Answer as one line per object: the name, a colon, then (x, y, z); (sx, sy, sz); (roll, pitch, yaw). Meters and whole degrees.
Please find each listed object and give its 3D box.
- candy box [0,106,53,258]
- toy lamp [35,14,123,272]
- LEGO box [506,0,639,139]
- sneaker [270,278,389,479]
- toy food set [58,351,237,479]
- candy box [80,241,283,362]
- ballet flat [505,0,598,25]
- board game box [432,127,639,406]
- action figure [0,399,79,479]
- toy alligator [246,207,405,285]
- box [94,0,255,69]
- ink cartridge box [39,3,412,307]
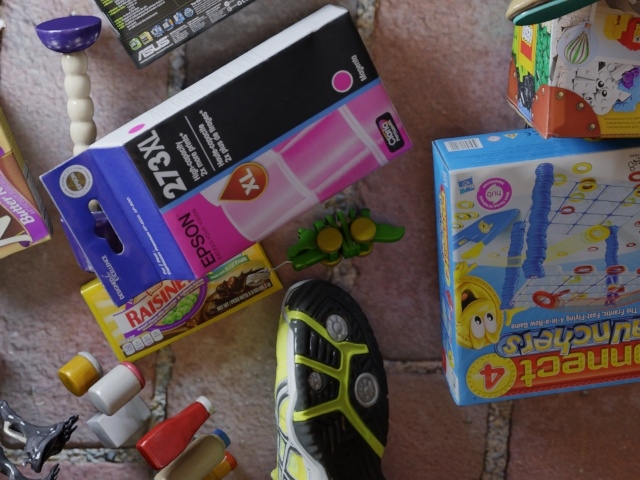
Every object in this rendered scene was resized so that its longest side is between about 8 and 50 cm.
candy box: (-0.374, -0.070, 1.887); (0.109, 0.053, 0.187); (-21, 108, 0)
toy lamp: (-0.253, -0.099, 1.880); (0.080, 0.080, 0.275); (-9, 110, -5)
LEGO box: (0.464, -0.311, 1.847); (0.500, 0.193, 0.372); (-2, 108, -7)
sneaker: (-0.006, 0.237, 1.991); (0.145, 0.147, 0.385); (-8, 91, -41)
toy food set: (-0.184, 0.205, 1.985); (0.104, 0.111, 0.232); (-41, 100, -26)
candy box: (-0.156, 0.053, 1.972); (0.206, 0.027, 0.105); (-27, 107, 1)
ballet flat: (0.284, -0.271, 1.706); (0.232, 0.080, 0.073); (-16, 81, -4)
board game box: (0.288, 0.020, 1.968); (0.308, 0.086, 0.302); (-8, 118, -5)
action figure: (-0.410, 0.198, 1.933); (0.275, 0.141, 0.164); (22, 115, 13)
toy alligator: (0.000, 0.000, 1.962); (0.189, 0.056, 0.051); (-17, 69, -7)
box: (-0.161, -0.305, 1.843); (0.190, 0.045, 0.184); (-31, 107, 4)
ink cartridge box: (-0.096, -0.086, 1.873); (0.371, 0.069, 0.176); (-31, 112, -9)
